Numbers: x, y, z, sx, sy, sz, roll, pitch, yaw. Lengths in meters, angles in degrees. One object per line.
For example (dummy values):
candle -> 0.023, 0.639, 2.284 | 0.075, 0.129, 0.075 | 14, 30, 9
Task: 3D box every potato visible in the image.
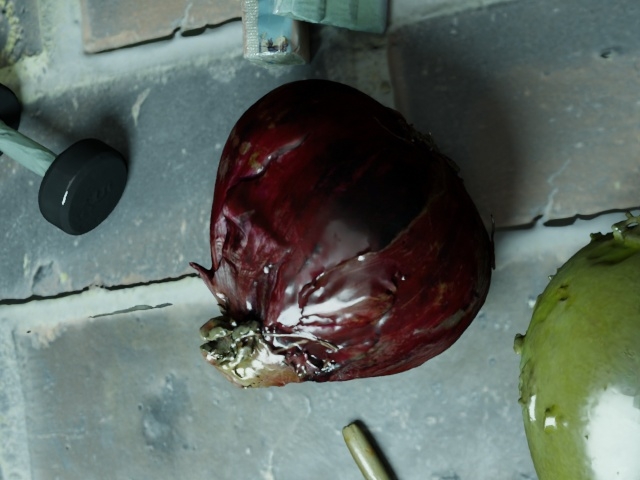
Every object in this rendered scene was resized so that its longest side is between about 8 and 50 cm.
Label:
potato -> 0.278, 0.159, 0.698 | 0.269, 0.219, 0.359 | 5, 93, 11

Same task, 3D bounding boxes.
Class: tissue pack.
tissue pack -> -0.043, -0.218, 0.887 | 0.058, 0.074, 0.095 | -2, 91, 16

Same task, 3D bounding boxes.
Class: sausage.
sausage -> 0.059, 0.233, 0.870 | 0.024, 0.024, 0.132 | -33, 80, 15

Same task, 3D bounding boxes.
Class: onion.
onion -> 0.016, -0.013, 0.790 | 0.280, 0.221, 0.281 | 0, 79, 2

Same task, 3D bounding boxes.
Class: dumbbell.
dumbbell -> -0.304, -0.091, 0.957 | 0.191, 0.100, 0.100 | 30, 98, 16

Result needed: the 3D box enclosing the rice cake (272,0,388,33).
rice cake -> 0.015, -0.314, 0.852 | 0.043, 0.127, 0.237 | 0, 91, 51
